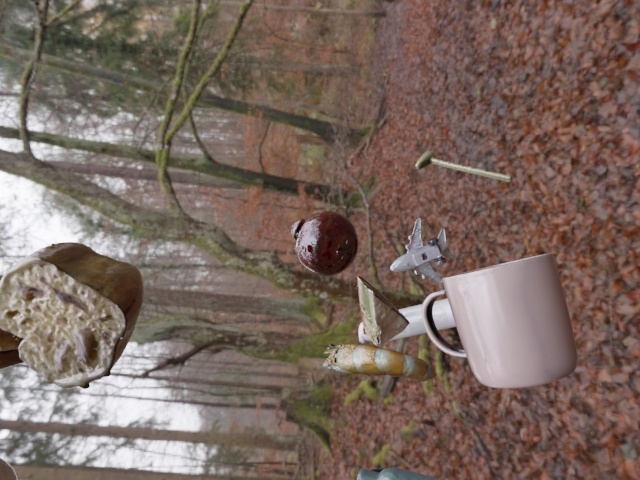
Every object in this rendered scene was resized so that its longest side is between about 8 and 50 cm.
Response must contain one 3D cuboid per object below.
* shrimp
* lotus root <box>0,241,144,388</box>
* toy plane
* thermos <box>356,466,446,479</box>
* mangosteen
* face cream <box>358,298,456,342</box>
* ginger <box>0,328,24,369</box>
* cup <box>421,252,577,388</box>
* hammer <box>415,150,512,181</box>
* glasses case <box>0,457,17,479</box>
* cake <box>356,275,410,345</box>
[{"bbox_3d":[0.167,0.289,1.050,0.185,0.286,0.068,146,134,-63],"label":"shrimp"},{"bbox_3d":[-0.565,0.155,1.031,0.250,0.315,0.316,-99,10,-71],"label":"lotus root"},{"bbox_3d":[0.367,0.053,1.610,0.251,0.255,0.101,69,161,-4],"label":"toy plane"},{"bbox_3d":[0.255,0.780,1.391,0.182,0.286,0.145,6,-88,-71],"label":"thermos"},{"bbox_3d":[0.000,0.000,1.469,0.257,0.215,0.215,24,119,47],"label":"mangosteen"},{"bbox_3d":[0.296,0.283,1.543,0.102,0.345,0.102,44,-143,-47],"label":"face cream"},{"bbox_3d":[-0.884,0.248,1.168,0.176,0.418,0.254,62,154,30],"label":"ginger"},{"bbox_3d":[0.310,0.149,0.807,0.191,0.252,0.201,-2,-103,-57],"label":"cup"},{"bbox_3d":[0.294,-0.146,0.925,0.060,0.195,0.028,-42,-39,-42],"label":"hammer"},{"bbox_3d":[-0.875,0.614,1.179,0.092,0.059,0.233,48,156,35],"label":"glasses case"},{"bbox_3d":[0.168,0.171,1.166,0.086,0.116,0.221,46,153,49],"label":"cake"}]
